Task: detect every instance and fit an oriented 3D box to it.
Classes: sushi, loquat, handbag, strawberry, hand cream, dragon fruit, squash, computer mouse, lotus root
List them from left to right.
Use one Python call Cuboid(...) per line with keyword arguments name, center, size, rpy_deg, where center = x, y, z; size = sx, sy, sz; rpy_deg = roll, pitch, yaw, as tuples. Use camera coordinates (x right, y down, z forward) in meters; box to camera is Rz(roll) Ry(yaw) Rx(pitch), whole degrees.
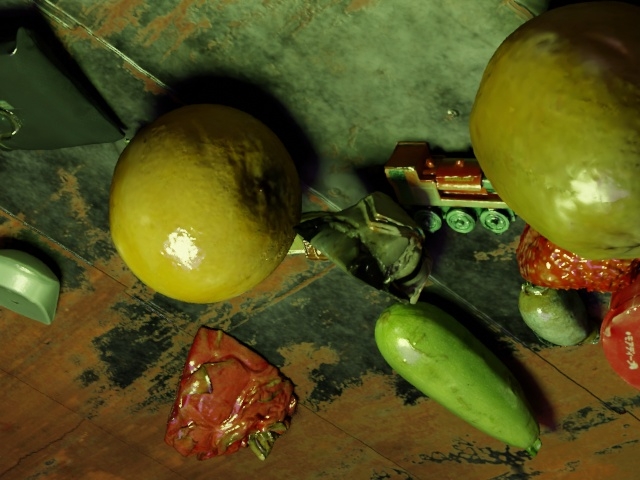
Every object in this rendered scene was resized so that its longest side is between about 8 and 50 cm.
Cuboid(name="handbag", center=(-0.420, -0.200, 1.918), size=(0.211, 0.089, 0.254), rpy_deg=(-6, 148, 25))
Cuboid(name="computer mouse", center=(-0.499, 0.073, 2.344), size=(0.128, 0.079, 0.231), rpy_deg=(27, 160, -2))
Cuboid(name="loquat", center=(-0.149, -0.045, 1.833), size=(0.263, 0.263, 0.263), rpy_deg=(14, 144, 11))
Cuboid(name="dragon fruit", center=(-0.157, 0.309, 2.403), size=(0.205, 0.152, 0.317), rpy_deg=(18, 145, 2))
Cuboid(name="sushi", center=(0.097, 0.012, 1.858), size=(0.134, 0.109, 0.273), rpy_deg=(39, -175, 36))
Cuboid(name="squash", center=(0.226, 0.211, 2.103), size=(0.370, 0.118, 0.118), rpy_deg=(39, 141, -25))
Cuboid(name="lotus root", center=(0.330, 0.105, 1.939), size=(0.088, 0.088, 0.165), rpy_deg=(-10, 144, 37))
Cuboid(name="strawberry", center=(0.307, 0.004, 1.734), size=(0.175, 0.106, 0.236), rpy_deg=(50, 146, 22))
Cuboid(name="loquat", center=(0.294, -0.112, 1.493), size=(0.276, 0.284, 0.276), rpy_deg=(-10, 146, -7))
Cuboid(name="hand cream", center=(0.481, 0.094, 1.784), size=(0.230, 0.149, 0.230), rpy_deg=(16, 144, 12))

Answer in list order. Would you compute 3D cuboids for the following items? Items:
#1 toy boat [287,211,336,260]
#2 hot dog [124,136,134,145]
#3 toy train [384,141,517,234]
Cuboid(name="toy boat", center=(0.000, 0.000, 1.985), size=(0.172, 0.066, 0.065), rpy_deg=(-1, 142, 29))
Cuboid(name="hot dog", center=(-0.208, -0.090, 1.983), size=(0.072, 0.055, 0.188), rpy_deg=(27, 156, 56))
Cuboid(name="toy train", center=(0.178, -0.068, 1.798), size=(0.176, 0.074, 0.118), rpy_deg=(3, 137, 28))
